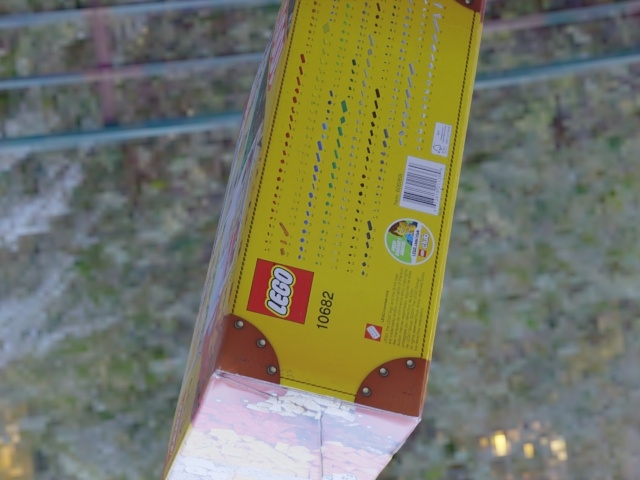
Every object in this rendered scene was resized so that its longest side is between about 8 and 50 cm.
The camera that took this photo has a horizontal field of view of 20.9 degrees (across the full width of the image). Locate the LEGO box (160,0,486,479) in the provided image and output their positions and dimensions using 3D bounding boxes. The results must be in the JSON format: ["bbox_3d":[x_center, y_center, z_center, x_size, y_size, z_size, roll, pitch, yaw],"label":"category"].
[{"bbox_3d":[0.000,0.000,1.756,0.193,0.500,0.372,15,151,-7],"label":"LEGO box"}]
